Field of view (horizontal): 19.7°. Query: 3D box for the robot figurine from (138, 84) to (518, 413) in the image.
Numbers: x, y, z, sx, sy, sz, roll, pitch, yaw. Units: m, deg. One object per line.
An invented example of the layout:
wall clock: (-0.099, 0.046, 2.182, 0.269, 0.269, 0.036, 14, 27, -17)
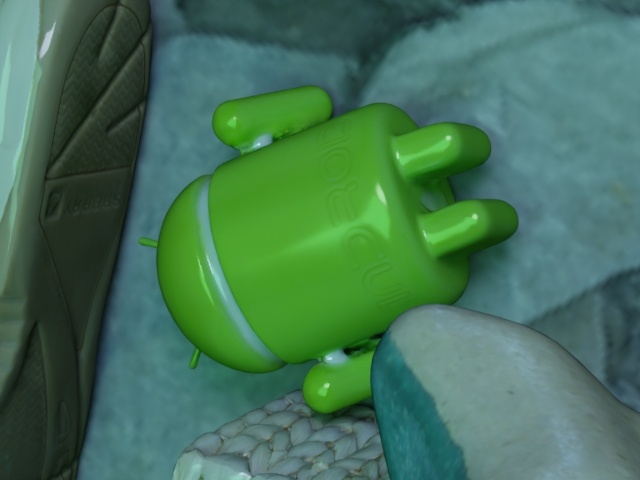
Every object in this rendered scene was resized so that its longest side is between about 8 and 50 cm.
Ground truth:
robot figurine: (0.000, 0.000, 0.565, 0.115, 0.067, 0.101, -22, 85, 20)

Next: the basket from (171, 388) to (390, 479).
basket: (0.004, 0.137, 0.563, 0.103, 0.113, 0.167, 19, 103, 18)

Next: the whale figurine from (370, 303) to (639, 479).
whale figurine: (0.106, 0.125, 0.459, 0.272, 0.216, 0.141, 32, 108, -29)

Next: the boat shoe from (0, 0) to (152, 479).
boat shoe: (-0.132, 0.037, 0.601, 0.092, 0.103, 0.285, 19, 100, 21)
